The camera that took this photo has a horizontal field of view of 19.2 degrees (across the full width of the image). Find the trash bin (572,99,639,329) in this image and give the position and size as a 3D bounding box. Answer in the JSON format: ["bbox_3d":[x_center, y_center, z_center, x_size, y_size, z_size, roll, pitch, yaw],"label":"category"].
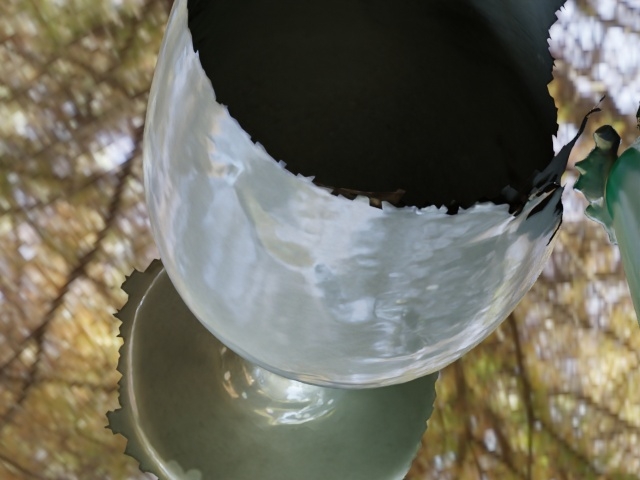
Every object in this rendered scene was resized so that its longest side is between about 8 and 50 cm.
[{"bbox_3d":[0.239,0.043,0.508,0.295,0.259,0.381,-44,-156,17],"label":"trash bin"}]

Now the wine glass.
[{"bbox_3d":[0.000,0.000,0.635,0.143,0.321,0.143,3,-110,-7],"label":"wine glass"}]
